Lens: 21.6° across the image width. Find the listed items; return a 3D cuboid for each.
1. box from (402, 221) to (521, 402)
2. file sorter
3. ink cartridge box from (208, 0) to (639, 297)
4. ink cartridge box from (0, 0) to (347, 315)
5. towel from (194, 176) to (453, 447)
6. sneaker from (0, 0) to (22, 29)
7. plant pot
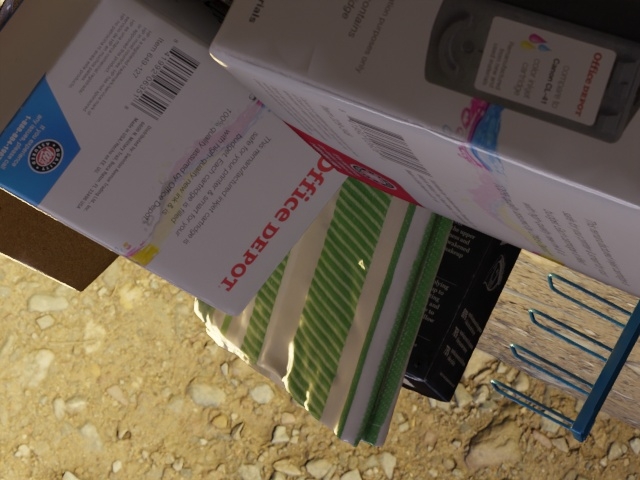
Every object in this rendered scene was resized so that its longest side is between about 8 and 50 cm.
[{"bbox_3d":[0.095,0.016,1.404,0.108,0.207,0.153,24,173,15],"label":"box"},{"bbox_3d":[0.253,0.097,1.657,0.104,0.170,0.118,28,175,13],"label":"file sorter"},{"bbox_3d":[0.128,-0.068,0.887,0.306,0.131,0.226,22,173,21],"label":"ink cartridge box"},{"bbox_3d":[-0.117,-0.092,1.245,0.232,0.171,0.168,32,-164,-27],"label":"ink cartridge box"},{"bbox_3d":[0.000,0.000,1.316,0.038,0.248,0.325,13,-172,-28],"label":"towel"},{"bbox_3d":[-0.185,-0.156,1.408,0.153,0.101,0.268,19,172,-42],"label":"sneaker"},{"bbox_3d":[-0.240,-0.086,1.709,0.237,0.254,0.237,26,175,2],"label":"plant pot"}]
